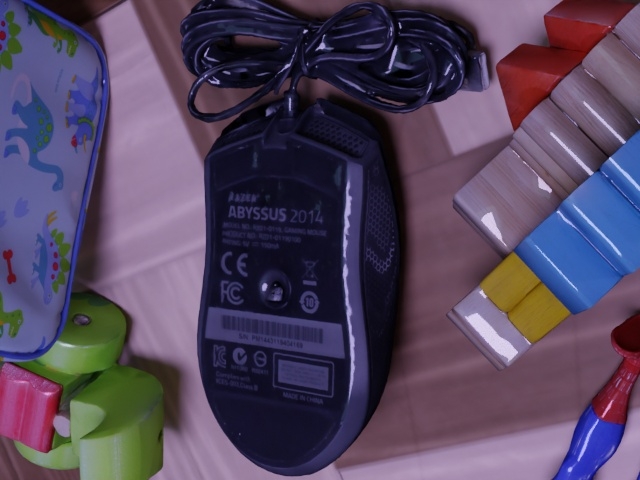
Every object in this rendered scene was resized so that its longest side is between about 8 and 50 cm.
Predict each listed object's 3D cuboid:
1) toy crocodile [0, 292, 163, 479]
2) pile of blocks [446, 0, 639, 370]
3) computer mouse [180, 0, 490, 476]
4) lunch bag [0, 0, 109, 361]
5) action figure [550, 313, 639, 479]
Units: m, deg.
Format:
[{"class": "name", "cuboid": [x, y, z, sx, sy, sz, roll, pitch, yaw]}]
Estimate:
[{"class": "toy crocodile", "cuboid": [-0.244, 0.073, 0.789, 0.340, 0.105, 0.115, 28, 119, 21]}, {"class": "pile of blocks", "cuboid": [0.146, -0.075, 0.474, 0.112, 0.149, 0.362, 47, 125, 8]}, {"class": "computer mouse", "cuboid": [0.000, 0.000, 0.644, 0.188, 0.072, 0.272, 11, 100, 30]}, {"class": "lunch bag", "cuboid": [-0.212, -0.038, 0.663, 0.090, 0.176, 0.219, 7, 84, 26]}, {"class": "action figure", "cuboid": [0.122, 0.187, 0.596, 0.091, 0.139, 0.280, 31, 123, 20]}]
